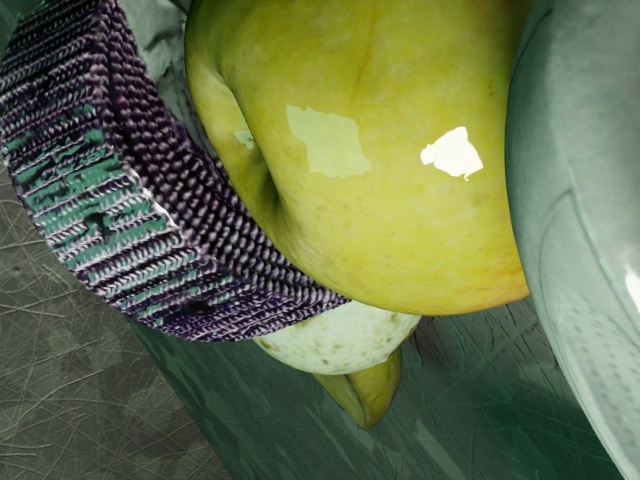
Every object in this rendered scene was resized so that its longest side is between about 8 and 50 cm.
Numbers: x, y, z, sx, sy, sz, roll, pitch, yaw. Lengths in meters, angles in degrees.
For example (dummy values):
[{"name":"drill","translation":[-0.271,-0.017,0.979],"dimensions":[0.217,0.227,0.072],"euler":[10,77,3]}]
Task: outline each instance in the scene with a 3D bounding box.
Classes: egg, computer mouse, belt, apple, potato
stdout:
[{"name":"egg","translation":[0.000,0.000,1.156],"dimensions":[0.169,0.169,0.231],"euler":[32,145,52]},{"name":"computer mouse","translation":[0.185,0.031,0.625],"dimensions":[0.371,0.188,0.122],"euler":[53,150,-16]},{"name":"belt","translation":[-0.059,-0.070,0.925],"dimensions":[0.122,0.325,0.260],"euler":[-22,83,35]},{"name":"apple","translation":[0.046,-0.078,0.757],"dimensions":[0.261,0.194,0.261],"euler":[55,162,27]},{"name":"potato","translation":[-0.001,0.053,1.398],"dimensions":[0.255,0.112,0.269],"euler":[52,168,-12]}]
